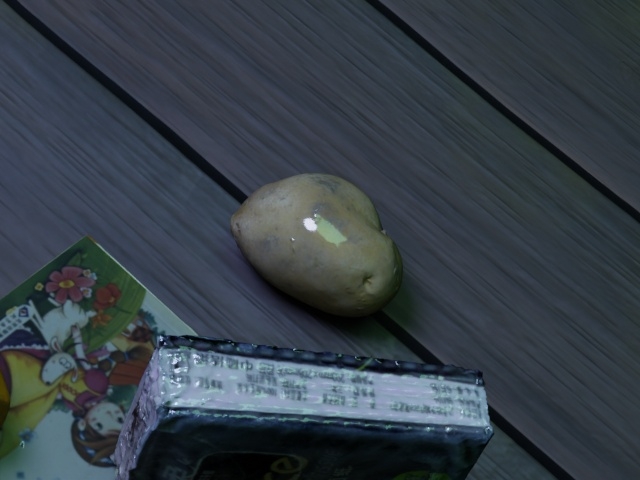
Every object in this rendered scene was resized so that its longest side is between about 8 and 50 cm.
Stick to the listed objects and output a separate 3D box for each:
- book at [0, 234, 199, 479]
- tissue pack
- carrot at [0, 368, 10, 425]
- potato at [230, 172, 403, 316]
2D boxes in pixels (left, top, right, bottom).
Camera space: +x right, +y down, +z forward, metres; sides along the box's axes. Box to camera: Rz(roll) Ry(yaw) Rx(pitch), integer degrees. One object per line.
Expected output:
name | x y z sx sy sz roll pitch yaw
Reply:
book | -0.141 0.158 1.071 0.322 0.018 0.228 40 54 11
tissue pack | -0.017 0.144 1.003 0.236 0.173 0.073 8 52 -16
carrot | -0.341 0.033 1.020 0.114 0.114 0.302 -32 64 -33
potato | 0.002 0.002 1.176 0.147 0.112 0.112 36 52 -2
